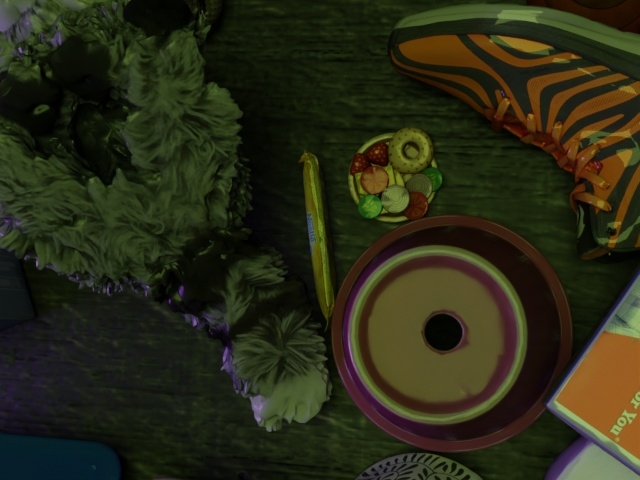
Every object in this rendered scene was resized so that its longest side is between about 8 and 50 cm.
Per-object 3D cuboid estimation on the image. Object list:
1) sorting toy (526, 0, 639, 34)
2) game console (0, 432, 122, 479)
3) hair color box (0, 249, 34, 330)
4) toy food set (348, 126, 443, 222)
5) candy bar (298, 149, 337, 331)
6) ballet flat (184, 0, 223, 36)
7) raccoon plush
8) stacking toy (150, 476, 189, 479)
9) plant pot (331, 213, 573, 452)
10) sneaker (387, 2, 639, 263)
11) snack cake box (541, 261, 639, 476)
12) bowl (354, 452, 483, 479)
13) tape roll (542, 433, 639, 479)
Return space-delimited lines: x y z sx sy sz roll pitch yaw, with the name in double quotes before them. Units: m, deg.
"sorting toy" 0.125 -0.288 0.850 0.366 0.126 0.127 30 92 11
"game console" -0.323 0.327 0.892 0.250 0.173 0.293 9 65 -16
"hair color box" -0.421 -0.075 0.946 0.185 0.113 0.374 -20 81 9
"toy food set" 0.066 -0.055 0.896 0.083 0.020 0.082 -13 83 9
"candy bar" 0.000 0.000 0.895 0.018 0.040 0.161 -9 84 10
"ballet flat" -0.118 -0.310 0.932 0.084 0.058 0.249 3 86 11
"raccoon plush" -0.173 -0.052 0.902 0.216 0.299 0.446 -22 114 -6
"stacking toy" -0.128 0.363 0.787 0.141 0.141 0.330 13 66 12
"plant pot" 0.098 0.073 0.799 0.201 0.180 0.201 -1 85 12
"sneaker" 0.198 -0.080 0.820 0.321 0.124 0.180 13 87 12
"snack cake box" 0.295 0.054 0.713 0.152 0.089 0.264 36 89 12
"bowl" 0.070 0.262 0.822 0.170 0.080 0.170 -2 85 24
"tape roll" 0.302 0.264 0.786 0.286 0.100 0.286 -1 85 11
